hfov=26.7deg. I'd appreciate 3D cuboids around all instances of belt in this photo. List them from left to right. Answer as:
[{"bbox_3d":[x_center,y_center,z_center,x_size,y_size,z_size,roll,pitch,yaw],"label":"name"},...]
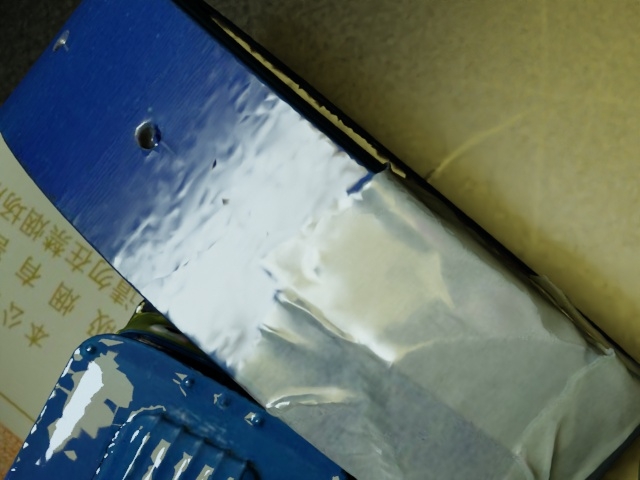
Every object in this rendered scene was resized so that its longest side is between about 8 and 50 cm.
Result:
[{"bbox_3d":[0.000,0.000,0.654,0.347,0.212,0.117,41,97,14],"label":"belt"}]

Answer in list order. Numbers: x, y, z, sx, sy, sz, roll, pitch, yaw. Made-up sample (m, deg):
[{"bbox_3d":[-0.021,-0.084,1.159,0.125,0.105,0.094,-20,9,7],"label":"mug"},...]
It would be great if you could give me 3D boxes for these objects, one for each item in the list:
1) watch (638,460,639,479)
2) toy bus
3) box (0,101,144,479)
[{"bbox_3d":[0.229,0.090,0.566,0.211,0.193,0.211,-4,79,20],"label":"watch"},{"bbox_3d":[-0.107,0.184,0.669,0.138,0.175,0.287,29,95,-1],"label":"toy bus"},{"bbox_3d":[-0.232,0.113,0.814,0.205,0.051,0.365,34,95,22],"label":"box"}]
